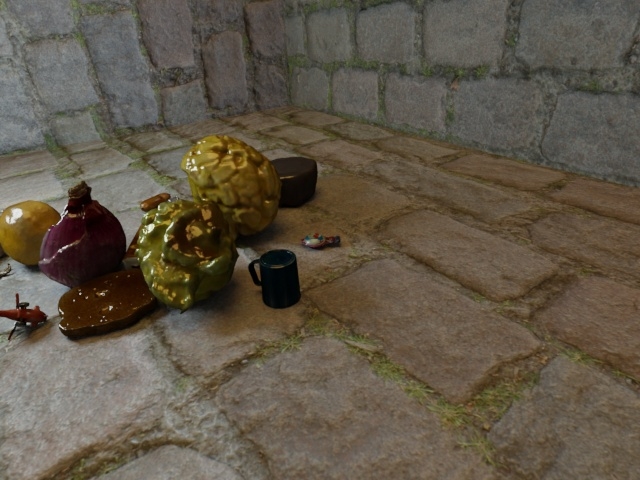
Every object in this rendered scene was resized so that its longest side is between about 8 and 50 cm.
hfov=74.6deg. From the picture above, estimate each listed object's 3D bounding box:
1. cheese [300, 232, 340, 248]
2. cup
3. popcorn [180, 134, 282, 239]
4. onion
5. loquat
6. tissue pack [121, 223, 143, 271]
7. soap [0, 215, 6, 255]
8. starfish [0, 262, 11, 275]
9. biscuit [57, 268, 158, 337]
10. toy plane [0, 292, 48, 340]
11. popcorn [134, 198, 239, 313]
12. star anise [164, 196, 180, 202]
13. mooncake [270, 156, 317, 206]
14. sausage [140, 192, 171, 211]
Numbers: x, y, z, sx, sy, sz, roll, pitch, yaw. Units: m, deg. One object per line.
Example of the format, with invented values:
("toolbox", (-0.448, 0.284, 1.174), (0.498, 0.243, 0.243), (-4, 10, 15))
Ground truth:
("cheese", (0.000, 0.000, 1.518), (0.144, 0.038, 0.095), (-3, 29, 2))
("cup", (-0.136, 0.109, 1.222), (0.149, 0.138, 0.113), (-5, 28, -3))
("popcorn", (-0.318, -0.207, 1.580), (0.353, 0.391, 0.344), (-11, 13, 8))
("onion", (-0.712, 0.000, 1.311), (0.159, 0.349, 0.267), (31, 39, 9))
("loquat", (-1.004, -0.027, 1.475), (0.238, 0.239, 0.193), (10, 24, 23))
("tissue pack", (-0.553, 0.021, 1.452), (0.183, 0.092, 0.226), (-5, 36, 4))
("soap", (-1.236, -0.005, 1.583), (0.217, 0.098, 0.273), (3, 29, 11))
("starfish", (-1.103, 0.110, 1.430), (0.091, 0.028, 0.078), (-16, 25, -18))
("biscuit", (-0.615, 0.177, 1.236), (0.272, 0.049, 0.257), (-18, 34, -23))
("toy plane", (-0.838, 0.189, 1.131), (0.077, 0.194, 0.126), (-14, 48, 23))
("popcorn", (-0.388, 0.041, 1.243), (0.274, 0.336, 0.279), (-24, -9, 5))
("star anise", (-0.537, -0.086, 1.657), (0.198, 0.111, 0.258), (3, 30, -12))
("mooncake", (-0.154, -0.271, 1.916), (0.305, 0.155, 0.306), (-1, 28, 1))
("sausage", (-0.744, -0.171, 1.892), (0.062, 0.054, 0.183), (35, 33, 1))
